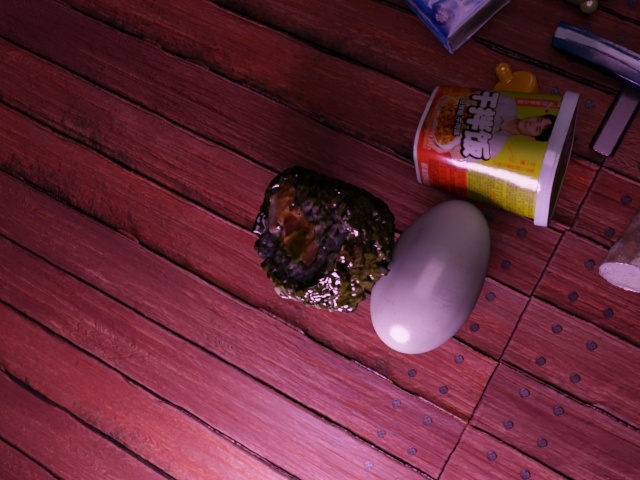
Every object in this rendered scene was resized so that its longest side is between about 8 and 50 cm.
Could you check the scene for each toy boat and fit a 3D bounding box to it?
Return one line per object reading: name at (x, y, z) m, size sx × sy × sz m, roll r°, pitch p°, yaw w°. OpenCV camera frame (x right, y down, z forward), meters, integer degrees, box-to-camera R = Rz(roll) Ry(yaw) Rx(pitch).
toy boat at (0.658, -0.401, 1.544) m, size 0.299 × 0.096 × 0.062 m, roll 34°, pitch 104°, yaw 22°

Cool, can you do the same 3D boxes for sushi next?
sushi at (0.000, 0.000, 1.578) m, size 0.352 × 0.178 × 0.294 m, roll 36°, pitch 105°, yaw 50°

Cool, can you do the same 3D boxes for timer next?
timer at (0.447, -0.352, 1.593) m, size 0.107 × 0.109 × 0.107 m, roll -23°, pitch 40°, yaw 21°

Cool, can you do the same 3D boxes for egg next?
egg at (0.252, 0.081, 1.556) m, size 0.230 × 0.230 × 0.371 m, roll 29°, pitch 90°, yaw 14°

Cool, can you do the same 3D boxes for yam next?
yam at (0.751, -0.034, 1.496) m, size 0.133 × 0.133 × 0.330 m, roll 37°, pitch 92°, yaw 13°

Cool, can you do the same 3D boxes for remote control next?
remote control at (0.695, -0.307, 1.574) m, size 0.063 × 0.025 × 0.245 m, roll 28°, pitch 93°, yaw 18°

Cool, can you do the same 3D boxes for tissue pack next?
tissue pack at (0.294, -0.614, 1.626) m, size 0.198 × 0.146 × 0.263 m, roll -41°, pitch 80°, yaw 10°

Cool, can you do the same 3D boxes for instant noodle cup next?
instant noodle cup at (0.383, -0.205, 1.526) m, size 0.307 × 0.294 × 0.294 m, roll 15°, pitch 91°, yaw 22°

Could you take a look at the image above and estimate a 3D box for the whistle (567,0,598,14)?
whistle at (0.549, -0.628, 1.585) m, size 0.288 × 0.106 × 0.131 m, roll 32°, pitch 97°, yaw 12°
